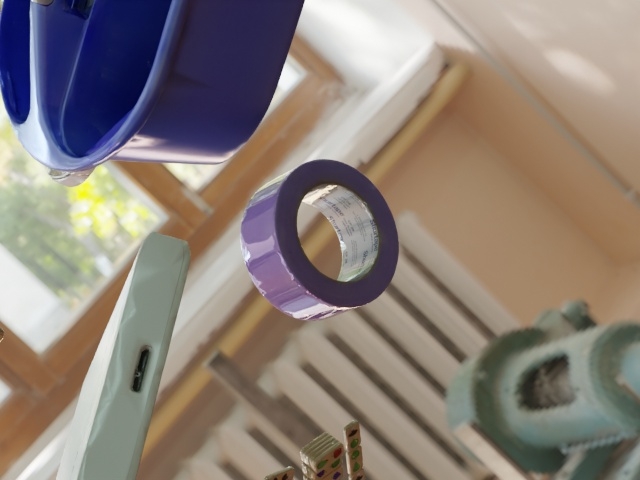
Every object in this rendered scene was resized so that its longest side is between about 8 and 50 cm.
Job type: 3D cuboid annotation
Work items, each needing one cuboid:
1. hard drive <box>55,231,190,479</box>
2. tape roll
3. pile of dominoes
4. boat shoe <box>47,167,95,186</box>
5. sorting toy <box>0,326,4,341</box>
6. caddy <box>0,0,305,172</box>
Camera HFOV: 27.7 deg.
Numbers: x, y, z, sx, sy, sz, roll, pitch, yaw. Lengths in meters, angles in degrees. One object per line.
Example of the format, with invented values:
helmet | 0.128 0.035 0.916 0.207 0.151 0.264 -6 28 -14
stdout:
hard drive | -0.167 0.146 0.997 0.307 0.040 0.203 124 160 -61
tape roll | 0.000 0.000 1.608 0.080 0.189 0.189 -26 20 50
pile of dominoes | 0.005 0.419 2.092 0.196 0.040 0.251 -32 -44 -27
boat shoe | -0.342 -0.164 1.798 0.306 0.105 0.113 -27 53 58
sorting toy | -0.538 0.194 1.794 0.307 0.041 0.229 -48 -3 38
caddy | -0.148 -0.217 1.042 0.241 0.179 0.341 29 105 44
